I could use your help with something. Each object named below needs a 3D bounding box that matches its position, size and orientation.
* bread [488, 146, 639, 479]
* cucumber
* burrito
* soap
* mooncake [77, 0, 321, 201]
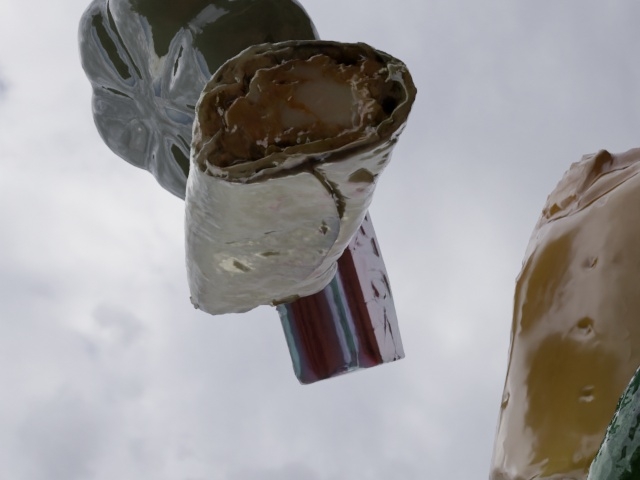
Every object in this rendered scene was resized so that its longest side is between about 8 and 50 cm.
[{"bbox_3d":[0.291,0.120,1.038,0.361,0.250,0.394,45,-137,-42],"label":"bread"},{"bbox_3d":[0.177,0.129,0.695,0.056,0.056,0.250,20,-83,-38],"label":"cucumber"},{"bbox_3d":[-0.032,-0.042,0.939,0.143,0.299,0.105,3,-117,-9],"label":"burrito"},{"bbox_3d":[0.000,0.000,1.473,0.193,0.109,0.324,11,-119,-75],"label":"soap"},{"bbox_3d":[-0.125,-0.157,1.258,0.135,0.275,0.275,-44,-60,-41],"label":"mooncake"}]
